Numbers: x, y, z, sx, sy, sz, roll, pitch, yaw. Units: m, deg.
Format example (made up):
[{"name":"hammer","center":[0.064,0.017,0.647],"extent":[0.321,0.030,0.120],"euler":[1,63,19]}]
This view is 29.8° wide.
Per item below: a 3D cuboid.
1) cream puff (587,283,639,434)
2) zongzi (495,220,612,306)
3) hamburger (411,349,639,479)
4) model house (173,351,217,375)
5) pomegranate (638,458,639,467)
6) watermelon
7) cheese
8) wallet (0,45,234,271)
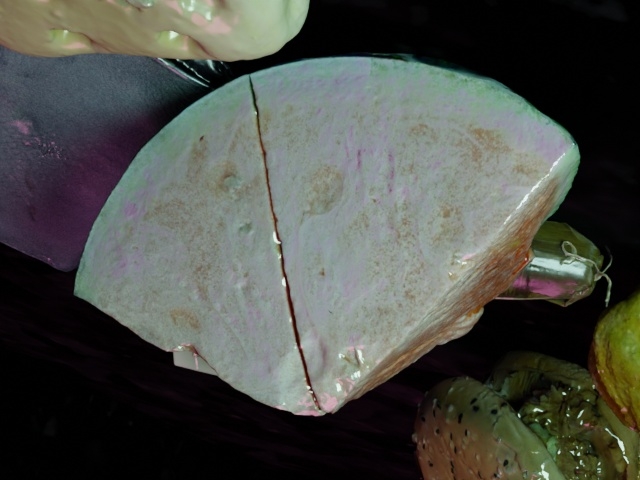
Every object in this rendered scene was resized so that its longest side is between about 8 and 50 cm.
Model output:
[{"name":"cream puff","center":[0.370,0.113,1.085],"extent":[0.244,0.196,0.244],"euler":[-18,168,-4]},{"name":"zongzi","center":[0.175,0.028,1.168],"extent":[0.187,0.084,0.184],"euler":[12,165,2]},{"name":"hamburger","center":[0.277,0.300,1.545],"extent":[0.195,0.318,0.277],"euler":[-24,172,-23]},{"name":"model house","center":[-0.124,0.094,1.606],"extent":[0.100,0.149,0.127],"euler":[10,118,19]},{"name":"pomegranate","center":[0.475,0.339,1.638],"extent":[0.256,0.221,0.221],"euler":[34,166,12]},{"name":"watermelon","center":[0.021,-0.016,0.987],"extent":[0.292,0.319,0.222],"euler":[35,-169,20]},{"name":"cheese","center":[-0.147,-0.184,0.799],"extent":[0.262,0.093,0.159],"euler":[7,157,22]},{"name":"wallet","center":[-0.232,-0.094,1.065],"extent":[0.190,0.046,0.379],"euler":[28,143,-18]}]
